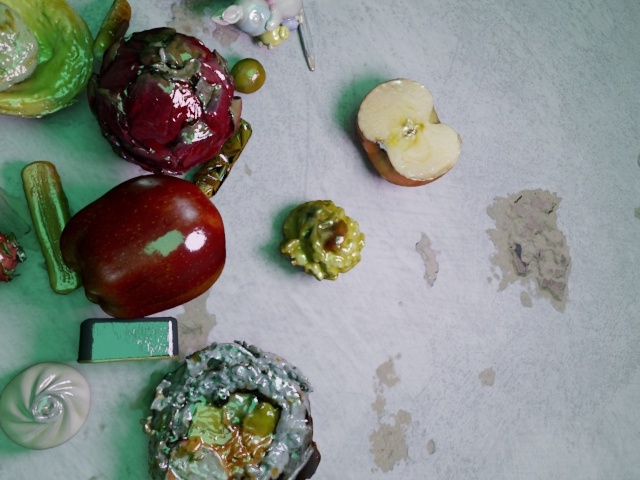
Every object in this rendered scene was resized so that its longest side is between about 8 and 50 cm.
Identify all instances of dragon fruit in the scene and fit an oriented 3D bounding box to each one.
[{"bbox_3d":[-0.331,-0.294,1.195,0.329,0.329,0.330,3,83,-25],"label":"dragon fruit"},{"bbox_3d":[-0.697,0.032,1.076,0.235,0.137,0.135,5,111,-23],"label":"dragon fruit"}]

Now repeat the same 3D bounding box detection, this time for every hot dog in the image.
[{"bbox_3d":[-0.457,-0.469,1.250,0.047,0.066,0.216,4,48,-4],"label":"hot dog"},{"bbox_3d":[-0.567,-0.025,1.184,0.087,0.061,0.286,-9,89,-23],"label":"hot dog"}]

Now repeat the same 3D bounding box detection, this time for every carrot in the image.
[{"bbox_3d":[-0.237,-0.201,1.361,0.069,0.069,0.229,35,69,-17],"label":"carrot"}]

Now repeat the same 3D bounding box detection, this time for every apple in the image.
[{"bbox_3d":[0.221,-0.272,1.531,0.251,0.163,0.293,-30,83,-17],"label":"apple"},{"bbox_3d":[-0.356,0.006,1.158,0.316,0.288,0.288,-31,97,-24],"label":"apple"}]

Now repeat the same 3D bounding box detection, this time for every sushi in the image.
[{"bbox_3d":[-0.198,0.418,1.248,0.417,0.176,0.418,0,89,-19],"label":"sushi"}]

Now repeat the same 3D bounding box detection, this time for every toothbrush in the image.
[{"bbox_3d":[-0.060,-0.643,1.514,0.028,0.037,0.376,-13,91,-25],"label":"toothbrush"}]

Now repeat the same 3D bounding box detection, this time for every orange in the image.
[{"bbox_3d":[-0.184,-0.412,1.401,0.095,0.085,0.085,-35,99,-17],"label":"orange"}]

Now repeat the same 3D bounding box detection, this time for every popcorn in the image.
[{"bbox_3d":[0.001,0.001,1.397,0.189,0.218,0.169,-49,150,-6],"label":"popcorn"}]

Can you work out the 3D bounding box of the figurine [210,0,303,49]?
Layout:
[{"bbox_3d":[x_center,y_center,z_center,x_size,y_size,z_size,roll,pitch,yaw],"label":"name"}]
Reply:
[{"bbox_3d":[-0.155,-0.562,1.407,0.235,0.127,0.155,-46,139,-26],"label":"figurine"}]

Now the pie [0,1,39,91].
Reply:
[{"bbox_3d":[-0.667,-0.360,1.034,0.248,0.090,0.201,-43,98,-26],"label":"pie"}]

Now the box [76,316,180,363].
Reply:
[{"bbox_3d":[-0.408,0.210,1.188,0.200,0.144,0.090,1,79,-24],"label":"box"}]

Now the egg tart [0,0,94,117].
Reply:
[{"bbox_3d":[-0.635,-0.393,1.165,0.314,0.120,0.315,4,81,-24],"label":"egg tart"}]

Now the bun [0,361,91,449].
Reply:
[{"bbox_3d":[-0.551,0.331,1.119,0.172,0.120,0.173,4,80,-24],"label":"bun"}]
